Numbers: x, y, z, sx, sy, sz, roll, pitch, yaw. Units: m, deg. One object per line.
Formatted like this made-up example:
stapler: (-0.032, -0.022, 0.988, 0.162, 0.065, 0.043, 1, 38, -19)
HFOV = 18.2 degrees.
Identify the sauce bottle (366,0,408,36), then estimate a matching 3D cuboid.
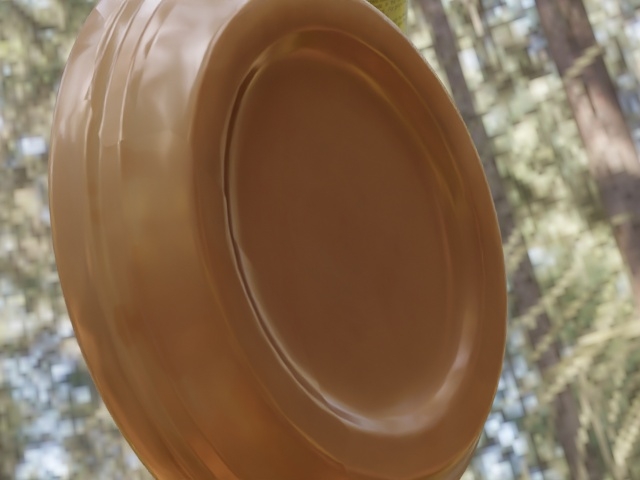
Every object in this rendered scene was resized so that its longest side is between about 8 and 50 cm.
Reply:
sauce bottle: (0.016, -0.224, 1.505, 0.111, 0.111, 0.344, -4, -63, -13)

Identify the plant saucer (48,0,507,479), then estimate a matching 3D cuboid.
plant saucer: (0.000, 0.000, 0.613, 0.037, 0.200, 0.200, -15, -31, 35)
